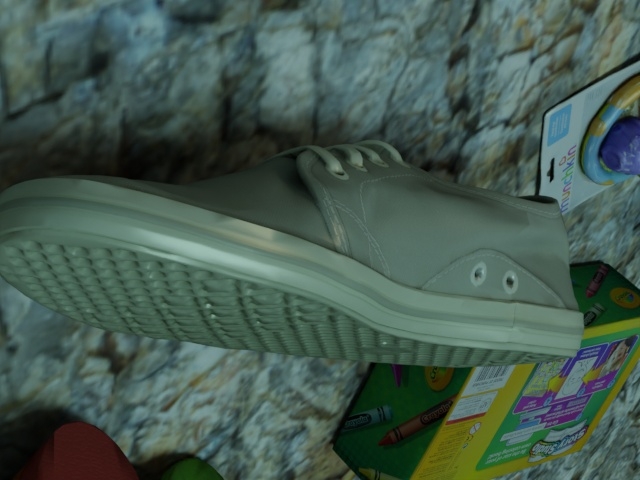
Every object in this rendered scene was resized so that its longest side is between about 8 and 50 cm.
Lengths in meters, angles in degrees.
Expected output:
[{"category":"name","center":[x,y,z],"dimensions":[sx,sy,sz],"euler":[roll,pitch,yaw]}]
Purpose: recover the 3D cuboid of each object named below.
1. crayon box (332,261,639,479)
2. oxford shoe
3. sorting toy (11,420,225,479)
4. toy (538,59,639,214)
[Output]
[{"category":"crayon box","center":[0.157,0.116,1.140],"dimensions":[0.278,0.081,0.165],"euler":[-5,129,-46]},{"category":"oxford shoe","center":[0.000,0.000,0.810],"dimensions":[0.449,0.169,0.130],"euler":[10,76,-44]},{"category":"sorting toy","center":[-0.133,0.226,0.940],"dimensions":[0.126,0.127,0.365],"euler":[-22,154,16]},{"category":"toy","center":[0.278,-0.093,1.081],"dimensions":[0.237,0.056,0.137],"euler":[-32,143,-22]}]
